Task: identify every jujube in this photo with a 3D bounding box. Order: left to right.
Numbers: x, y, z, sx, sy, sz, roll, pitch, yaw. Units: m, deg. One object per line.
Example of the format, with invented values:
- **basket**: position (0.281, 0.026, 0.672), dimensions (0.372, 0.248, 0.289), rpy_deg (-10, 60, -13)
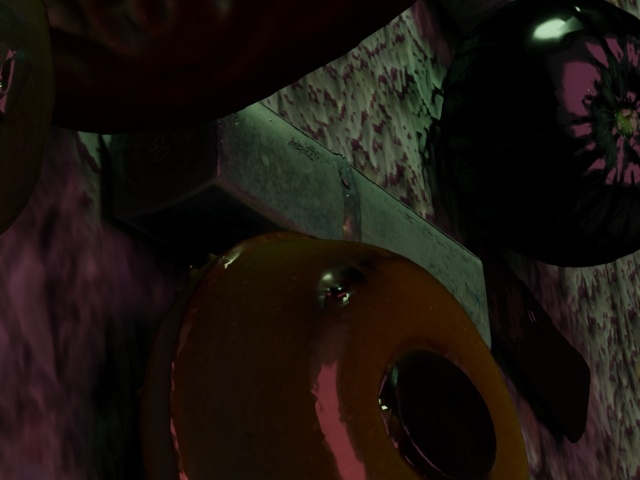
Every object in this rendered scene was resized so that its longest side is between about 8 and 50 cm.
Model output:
- **jujube**: position (-0.044, -0.182, 0.845), dimensions (0.223, 0.318, 0.223), rpy_deg (50, 26, -34)

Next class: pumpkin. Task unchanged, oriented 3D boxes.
- **pumpkin**: position (0.174, -0.079, 1.320), dimensions (0.202, 0.140, 0.202), rpy_deg (4, 84, -37)

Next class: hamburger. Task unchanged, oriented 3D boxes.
- **hamburger**: position (0.004, 0.102, 0.917), dimensions (0.237, 0.147, 0.237), rpy_deg (31, 47, -39)

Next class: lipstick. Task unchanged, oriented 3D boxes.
- **lipstick**: position (0.000, 0.000, 1.046), dimensions (0.290, 0.077, 0.076), rpy_deg (31, 46, -50)

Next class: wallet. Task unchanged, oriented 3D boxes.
- **wallet**: position (0.146, 0.069, 1.312), dimensions (0.156, 0.018, 0.082), rpy_deg (52, 33, -27)

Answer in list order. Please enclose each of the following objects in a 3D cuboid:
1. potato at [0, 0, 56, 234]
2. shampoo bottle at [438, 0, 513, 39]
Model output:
- **potato**: position (-0.193, -0.055, 0.686), dimensions (0.248, 0.143, 0.169), rpy_deg (-9, 72, -60)
- **shampoo bottle**: position (0.144, -0.159, 1.406), dimensions (0.214, 0.072, 0.072), rpy_deg (52, 33, -29)
